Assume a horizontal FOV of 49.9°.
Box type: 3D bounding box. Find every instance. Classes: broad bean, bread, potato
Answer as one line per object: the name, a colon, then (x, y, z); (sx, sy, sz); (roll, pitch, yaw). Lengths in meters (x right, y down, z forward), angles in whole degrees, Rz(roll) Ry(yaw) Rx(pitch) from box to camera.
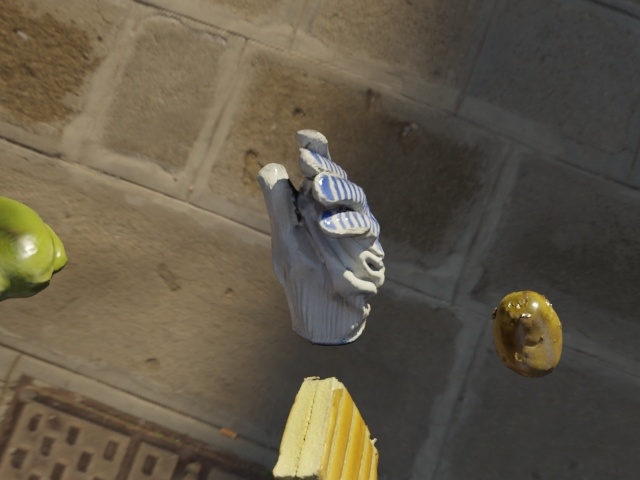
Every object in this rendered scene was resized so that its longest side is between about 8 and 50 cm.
broad bean: (-0.584, 0.014, 1.163); (0.291, 0.119, 0.238); (17, 47, 2)
bread: (0.023, 0.414, 1.288); (0.111, 0.246, 0.239); (-14, 120, 21)
potato: (0.419, 0.187, 1.395); (0.137, 0.137, 0.175); (-3, 97, -2)

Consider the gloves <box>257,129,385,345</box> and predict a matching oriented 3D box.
gloves: (0.002, 0.000, 0.665); (0.119, 0.097, 0.229); (5, 127, 15)
